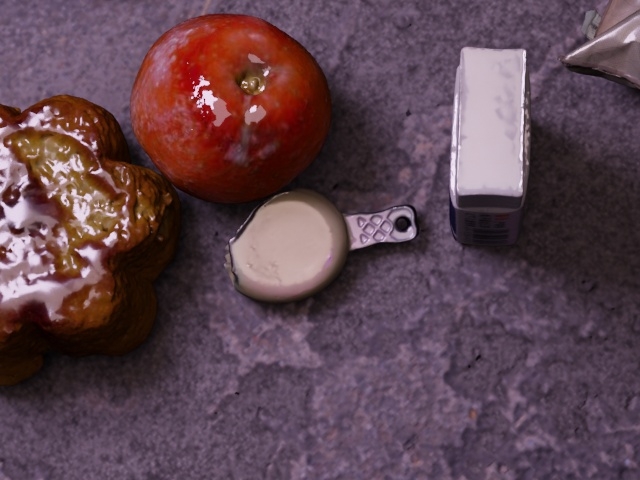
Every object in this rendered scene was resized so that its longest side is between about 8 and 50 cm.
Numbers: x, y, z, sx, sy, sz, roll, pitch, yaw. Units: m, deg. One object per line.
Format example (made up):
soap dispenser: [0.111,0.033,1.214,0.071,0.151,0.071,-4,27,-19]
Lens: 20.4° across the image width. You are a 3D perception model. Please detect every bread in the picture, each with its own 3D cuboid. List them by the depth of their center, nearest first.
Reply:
bread: [-0.236,-0.014,1.529,0.232,0.135,0.247,-14,80,-1]

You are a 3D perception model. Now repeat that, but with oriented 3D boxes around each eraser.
eraser: [0.139,-0.073,1.465,0.068,0.210,0.124,3,80,5]

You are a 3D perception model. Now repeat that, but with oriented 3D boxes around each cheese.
cheese: [-0.004,-0.006,1.547,0.171,0.047,0.092,-29,89,-1]

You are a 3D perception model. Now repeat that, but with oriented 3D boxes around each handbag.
handbag: [0.350,-0.156,1.509,0.270,0.117,0.182,26,70,10]

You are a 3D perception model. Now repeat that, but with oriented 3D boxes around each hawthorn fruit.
hawthorn fruit: [-0.074,-0.110,1.511,0.173,0.173,0.173,-1,80,5]
